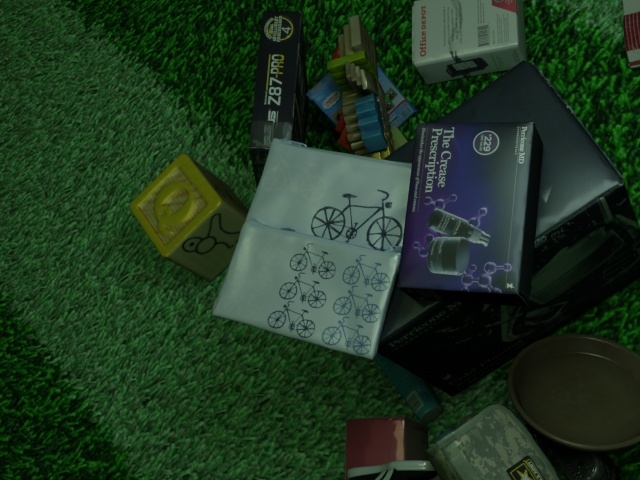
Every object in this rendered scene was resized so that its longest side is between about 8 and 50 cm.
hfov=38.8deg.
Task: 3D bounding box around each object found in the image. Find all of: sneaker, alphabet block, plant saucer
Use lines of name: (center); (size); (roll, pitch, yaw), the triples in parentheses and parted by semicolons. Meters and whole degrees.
sneaker: (0.470, 0.383, 1.660); (0.087, 0.130, 0.227); (-37, 32, 10)
sneaker: (0.134, 0.453, 1.594); (0.217, 0.079, 0.121); (-26, 62, 49)
alphabet block: (-0.289, -0.051, 2.123); (0.192, 0.197, 0.193); (-44, 58, 4)
plant saucer: (0.477, 0.276, 1.640); (0.278, 0.041, 0.278); (-2, 39, 2)

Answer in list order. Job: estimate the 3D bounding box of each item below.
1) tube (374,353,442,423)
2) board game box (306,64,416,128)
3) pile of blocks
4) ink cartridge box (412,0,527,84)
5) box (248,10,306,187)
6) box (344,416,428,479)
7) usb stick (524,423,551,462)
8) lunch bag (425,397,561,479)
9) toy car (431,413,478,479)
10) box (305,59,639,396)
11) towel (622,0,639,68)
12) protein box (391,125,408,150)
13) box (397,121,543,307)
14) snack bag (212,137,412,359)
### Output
tube: (0.174, 0.277, 1.861); (0.080, 0.052, 0.207); (-36, 54, 4)
board game box: (0.093, -0.308, 2.031); (0.160, 0.211, 0.039); (-43, 35, 5)
pile of blocks: (0.070, -0.272, 1.868); (0.112, 0.149, 0.362); (-15, 81, 19)
ink cartridge box: (0.332, -0.464, 2.037); (0.237, 0.100, 0.172); (-7, 68, 23)
box: (-0.084, -0.262, 1.994); (0.097, 0.395, 0.318); (2, 72, 2)
box: (0.129, 0.466, 1.747); (0.126, 0.148, 0.232); (-8, 68, 23)
usb stick: (0.398, 0.468, 1.623); (0.045, 0.077, 0.278); (-8, 82, -17)
lunch bag: (0.295, 0.395, 1.472); (0.169, 0.287, 0.235); (-35, 77, 10)
toy car: (0.286, 0.417, 1.697); (0.182, 0.136, 0.159); (36, 89, 32)
box: (0.299, 0.008, 1.653); (0.480, 0.472, 0.297); (-35, 59, 11)
towel: (0.734, -0.527, 1.853); (0.237, 0.037, 0.329); (-9, 76, 37)
protein box: (0.156, -0.093, 1.958); (0.200, 0.136, 0.201); (-38, 59, 8)
box: (0.229, -0.041, 1.370); (0.184, 0.103, 0.261); (3, 76, 21)
snack bag: (0.000, 0.000, 1.505); (0.323, 0.037, 0.343); (13, 78, 30)
